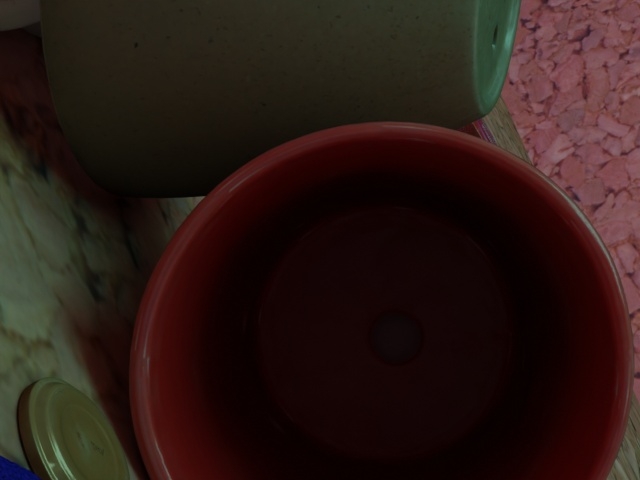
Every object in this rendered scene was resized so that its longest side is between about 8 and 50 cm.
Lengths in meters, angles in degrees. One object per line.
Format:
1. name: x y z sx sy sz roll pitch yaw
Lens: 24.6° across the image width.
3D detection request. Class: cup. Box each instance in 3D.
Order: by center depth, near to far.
1. cup: 0.002 -0.176 0.936 0.331 0.237 0.331 8 90 -76

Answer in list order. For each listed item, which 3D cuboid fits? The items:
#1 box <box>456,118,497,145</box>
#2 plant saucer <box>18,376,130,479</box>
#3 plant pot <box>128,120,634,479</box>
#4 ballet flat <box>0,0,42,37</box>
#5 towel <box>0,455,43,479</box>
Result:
1. box: 0.119 -0.180 1.880 0.257 0.122 0.128 57 14 -15
2. plant saucer: -0.119 0.105 0.729 0.083 0.013 0.083 56 15 -23
3. plant pot: 0.040 0.068 0.894 0.275 0.275 0.243 61 4 1
4. ballet flat: -0.153 -0.200 1.016 0.139 0.139 0.400 61 18 -2
5. towel: -0.070 0.205 0.582 0.308 0.076 0.228 46 22 -47
